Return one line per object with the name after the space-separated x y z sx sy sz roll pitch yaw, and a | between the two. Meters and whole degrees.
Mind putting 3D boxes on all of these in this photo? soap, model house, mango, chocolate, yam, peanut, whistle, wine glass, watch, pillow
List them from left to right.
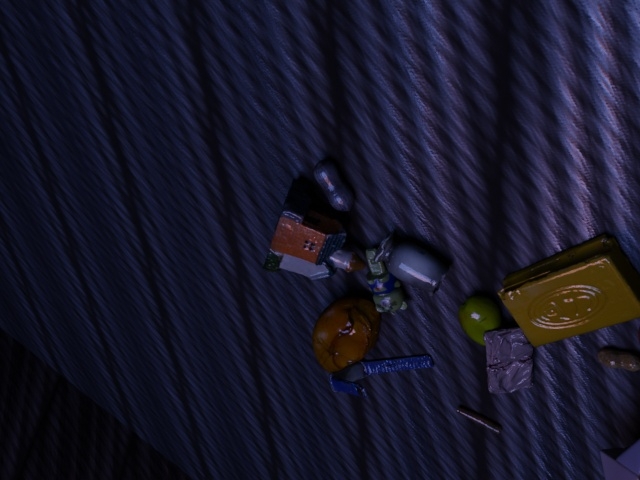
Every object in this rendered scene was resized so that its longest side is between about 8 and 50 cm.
0.000 0.000 1.955 0.300 0.190 0.272 23 129 0 | model house
0.040 -0.155 1.868 0.072 0.072 0.167 -20 105 41 | chocolate
0.078 0.309 2.095 0.350 0.201 0.199 120 143 -51 | mango
0.180 0.423 2.122 0.274 0.276 0.068 -19 88 64 | watch
0.187 0.125 1.949 0.105 0.085 0.228 -10 114 28 | whistle
0.255 0.065 1.843 0.204 0.111 0.111 32 133 14 | wine glass
0.501 0.567 2.077 0.145 0.032 0.032 24 130 18 | yam
0.449 0.230 1.838 0.117 0.089 0.163 -7 117 21 | mango
0.533 0.344 1.845 0.135 0.049 0.249 -11 126 5 | pillow
0.629 0.137 1.652 0.324 0.096 0.204 -30 101 43 | soap
0.777 0.311 1.701 0.113 0.054 0.054 6 123 36 | peanut

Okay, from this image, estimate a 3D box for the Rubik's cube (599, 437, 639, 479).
0.927 0.637 1.642 0.368 0.358 0.388 -149 65 -63 | Rubik's cube

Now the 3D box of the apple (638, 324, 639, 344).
0.829 0.216 1.540 0.153 0.120 0.153 -3 155 -2 | apple
